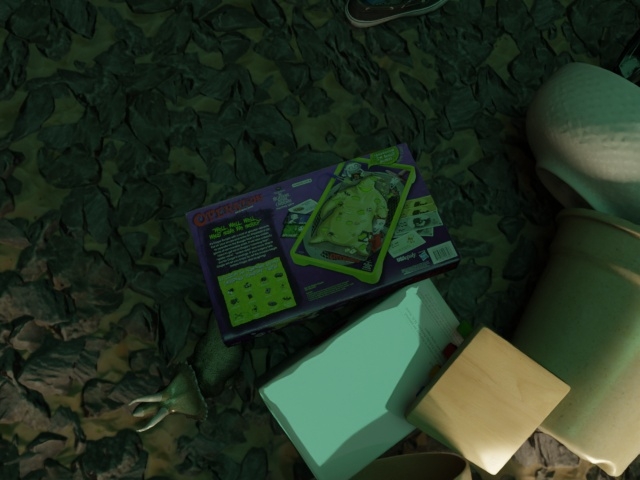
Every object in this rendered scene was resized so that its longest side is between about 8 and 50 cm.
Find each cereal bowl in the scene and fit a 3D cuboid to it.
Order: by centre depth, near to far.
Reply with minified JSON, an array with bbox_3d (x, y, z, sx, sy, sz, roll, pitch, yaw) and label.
[{"bbox_3d":[0.448,-0.110,0.973,0.141,0.339,0.339,-45,89,8],"label":"cereal bowl"}]

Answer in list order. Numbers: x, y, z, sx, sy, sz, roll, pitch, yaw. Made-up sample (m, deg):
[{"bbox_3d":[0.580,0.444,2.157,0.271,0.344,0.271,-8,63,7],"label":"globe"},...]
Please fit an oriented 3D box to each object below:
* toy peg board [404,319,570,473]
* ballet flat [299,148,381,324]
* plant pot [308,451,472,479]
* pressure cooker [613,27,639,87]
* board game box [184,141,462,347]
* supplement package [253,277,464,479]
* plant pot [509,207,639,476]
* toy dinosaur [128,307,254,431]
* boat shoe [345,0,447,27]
[{"bbox_3d":[0.216,0.203,0.842,0.161,0.079,0.160,35,99,-15],"label":"toy peg board"},{"bbox_3d":[0.033,-0.015,0.992,0.116,0.124,0.342,37,78,0],"label":"ballet flat"},{"bbox_3d":[0.083,0.421,0.829,0.284,0.284,0.190,-12,81,-10],"label":"plant pot"},{"bbox_3d":[0.713,-0.239,0.995,0.370,0.375,0.420,-34,88,-8],"label":"pressure cooker"},{"bbox_3d":[0.000,0.000,0.889,0.347,0.056,0.208,-18,71,-6],"label":"board game box"},{"bbox_3d":[0.067,0.205,0.936,0.293,0.177,0.175,-34,88,-12],"label":"supplement package"},{"bbox_3d":[0.431,0.166,0.947,0.334,0.334,0.305,34,90,-2],"label":"plant pot"},{"bbox_3d":[-0.143,0.152,0.924,0.121,0.160,0.313,34,79,-2],"label":"toy dinosaur"},{"bbox_3d":[0.153,-0.448,1.098,0.229,0.076,0.080,-19,85,-10],"label":"boat shoe"}]
